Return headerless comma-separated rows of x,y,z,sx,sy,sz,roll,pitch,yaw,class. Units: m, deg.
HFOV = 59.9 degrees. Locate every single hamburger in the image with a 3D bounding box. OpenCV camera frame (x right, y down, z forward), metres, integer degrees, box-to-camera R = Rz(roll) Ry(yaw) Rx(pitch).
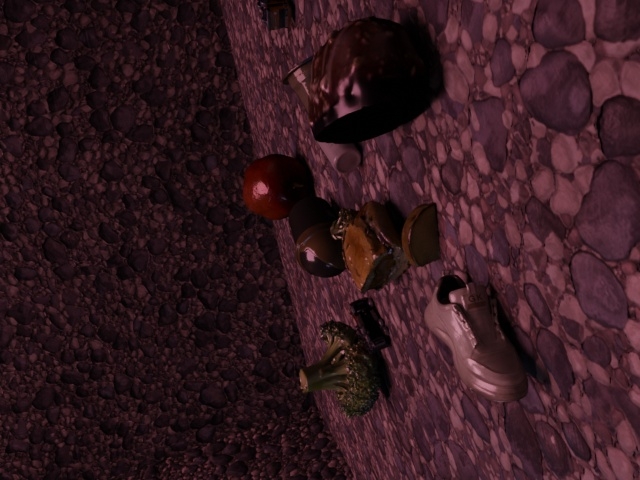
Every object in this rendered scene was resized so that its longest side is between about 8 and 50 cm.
0.143,0.011,1.547,0.309,0.132,0.211,99,152,-62,hamburger

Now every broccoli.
0.091,0.471,2.077,0.249,0.301,0.376,-30,67,37,broccoli
0.092,-0.041,1.739,0.131,0.120,0.130,-64,-45,-71,broccoli

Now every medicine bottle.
0.036,-0.310,1.697,0.095,0.095,0.260,86,160,-45,medicine bottle

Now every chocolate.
0.085,-0.344,1.177,0.340,0.225,0.210,161,100,-74,chocolate

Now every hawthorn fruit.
-0.164,-0.226,2.343,0.368,0.284,0.285,0,107,54,hawthorn fruit

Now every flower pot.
0.038,-0.376,1.441,0.203,0.212,0.212,61,169,-7,flower pot

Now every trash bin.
0.000,0.000,1.982,0.334,0.214,0.214,-118,16,-51,trash bin

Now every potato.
0.216,-0.028,1.308,0.120,0.081,0.149,-133,29,-59,potato

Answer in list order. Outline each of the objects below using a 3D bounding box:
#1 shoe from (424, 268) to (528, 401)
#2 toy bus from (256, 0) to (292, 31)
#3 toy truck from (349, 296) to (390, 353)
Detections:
0.304,0.163,1.095,0.316,0.124,0.160,-128,31,-59,shoe
-0.159,-0.805,1.892,0.091,0.103,0.182,94,162,-58,toy bus
0.168,0.295,1.914,0.092,0.083,0.192,81,166,-51,toy truck
